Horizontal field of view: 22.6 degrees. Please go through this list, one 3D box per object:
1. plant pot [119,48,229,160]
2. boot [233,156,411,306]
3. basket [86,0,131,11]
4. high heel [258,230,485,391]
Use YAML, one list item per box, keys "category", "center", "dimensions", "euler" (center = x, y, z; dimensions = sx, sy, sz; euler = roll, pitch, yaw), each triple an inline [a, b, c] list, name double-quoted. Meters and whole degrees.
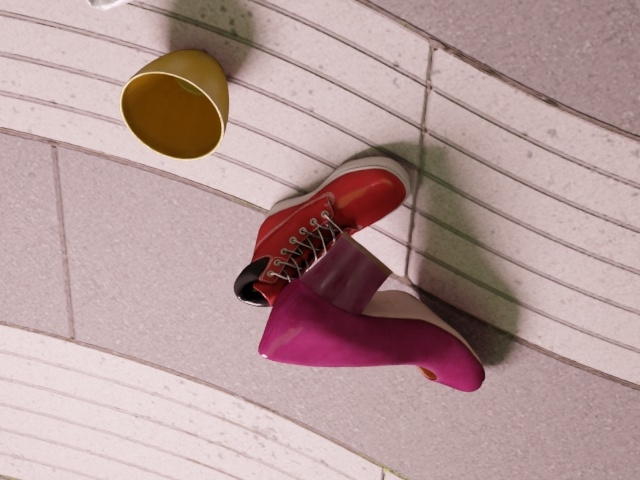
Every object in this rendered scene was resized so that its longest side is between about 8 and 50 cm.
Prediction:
- category: "plant pot"
  center: [-0.164, -0.178, 1.949]
  dimensions: [0.134, 0.095, 0.134]
  euler: [12, 135, 13]
- category: "boot"
  center: [0.000, 0.000, 1.990]
  dimensions: [0.244, 0.176, 0.088]
  euler: [-27, 115, 38]
- category: "basket"
  center: [-0.157, -0.457, 1.555]
  dimensions: [0.328, 0.266, 0.331]
  euler: [-18, 121, 36]
- category: "high heel"
  center: [0.068, 0.142, 2.043]
  dimensions: [0.377, 0.181, 0.127]
  euler: [42, 178, -41]
